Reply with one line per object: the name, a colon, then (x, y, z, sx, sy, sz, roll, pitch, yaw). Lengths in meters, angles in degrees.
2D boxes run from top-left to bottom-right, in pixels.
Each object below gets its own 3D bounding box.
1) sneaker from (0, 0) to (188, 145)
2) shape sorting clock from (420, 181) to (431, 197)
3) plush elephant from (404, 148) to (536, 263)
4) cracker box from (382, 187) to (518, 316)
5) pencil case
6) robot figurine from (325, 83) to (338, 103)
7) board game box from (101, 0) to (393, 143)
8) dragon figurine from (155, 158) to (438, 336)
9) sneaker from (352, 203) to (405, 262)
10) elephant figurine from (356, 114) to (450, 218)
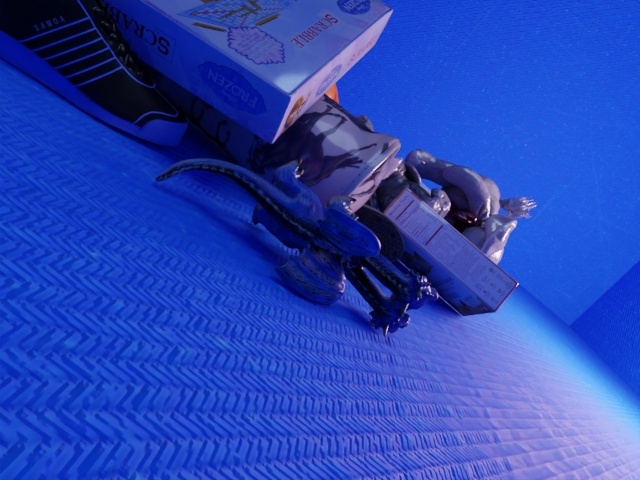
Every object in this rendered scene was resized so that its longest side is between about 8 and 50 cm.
sneaker: (-0.212, -0.178, 0.461, 0.232, 0.090, 0.081, 30, 17, -34)
shape sorting clock: (0.286, -0.121, 1.459, 0.206, 0.040, 0.206, 35, -8, 6)
plush elephant: (0.340, -0.026, 1.208, 0.331, 0.271, 0.255, 11, 50, 11)
cracker box: (0.197, 0.027, 0.854, 0.232, 0.067, 0.155, 42, -9, 6)
pencil case: (-0.085, -0.189, 0.681, 0.410, 0.159, 0.184, 43, 27, 10)
robot figurine: (-0.024, -0.284, 1.026, 0.219, 0.128, 0.157, 56, 16, -80)
board game box: (-0.106, -0.289, 0.593, 0.318, 0.065, 0.318, 34, 46, 2)
dragon figurine: (0.000, 0.000, 0.477, 0.289, 0.085, 0.144, 30, 17, -41)
sneaker: (0.054, -0.040, 0.789, 0.188, 0.066, 0.071, 37, 13, -14)
elephant figurine: (0.147, -0.116, 1.055, 0.170, 0.186, 0.239, -8, 55, -43)
